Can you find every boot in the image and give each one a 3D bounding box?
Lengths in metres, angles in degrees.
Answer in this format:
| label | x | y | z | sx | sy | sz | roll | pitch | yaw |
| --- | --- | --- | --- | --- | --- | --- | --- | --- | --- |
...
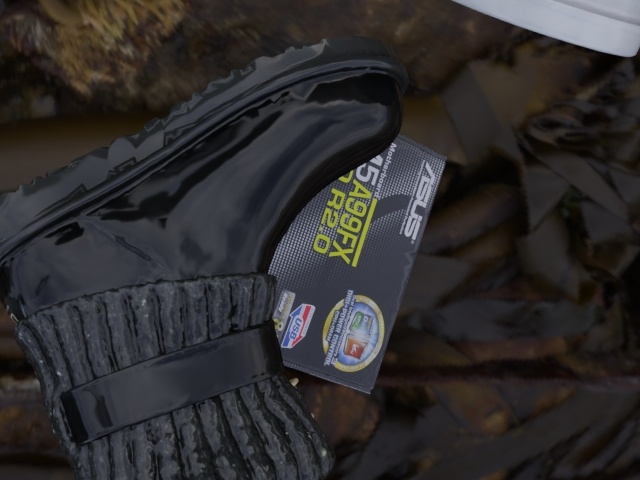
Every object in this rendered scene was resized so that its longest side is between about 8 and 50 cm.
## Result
| label | x | y | z | sx | sy | sz | roll | pitch | yaw |
| --- | --- | --- | --- | --- | --- | --- | --- | --- | --- |
| boot | -0.042 | 0.038 | 0.841 | 0.348 | 0.131 | 0.260 | -29 | 76 | -10 |

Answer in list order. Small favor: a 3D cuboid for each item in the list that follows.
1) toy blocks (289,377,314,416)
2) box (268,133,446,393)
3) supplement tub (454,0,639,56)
| label | x | y | z | sx | sy | sz | roll | pitch | yaw |
| --- | --- | --- | --- | --- | --- | --- | --- | --- | --- |
| toy blocks | -0.046 | 0.251 | 1.895 | 0.054 | 0.123 | 0.148 | -33 | 92 | 2 |
| box | 0.000 | 0.000 | 1.269 | 0.216 | 0.060 | 0.270 | 24 | 82 | -36 |
| supplement tub | 0.195 | -0.287 | 0.874 | 0.191 | 0.191 | 0.272 | 13 | 108 | -18 |
